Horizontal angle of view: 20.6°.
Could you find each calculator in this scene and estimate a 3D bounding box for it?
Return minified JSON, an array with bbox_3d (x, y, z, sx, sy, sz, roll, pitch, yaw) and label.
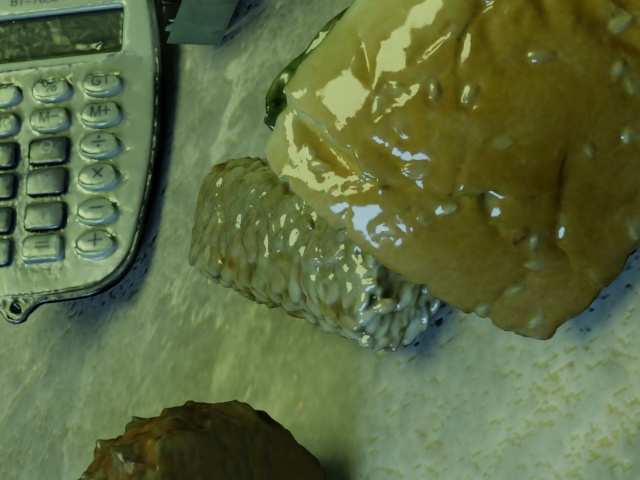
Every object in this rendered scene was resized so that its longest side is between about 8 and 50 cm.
[{"bbox_3d":[-0.184,-0.073,1.122,0.177,0.040,0.268,-4,65,13],"label":"calculator"}]

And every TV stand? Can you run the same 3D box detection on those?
[{"bbox_3d":[-0.051,-0.182,0.986,0.249,0.036,0.042,124,146,-63],"label":"TV stand"}]

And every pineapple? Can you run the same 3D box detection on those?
[{"bbox_3d":[-0.102,0.161,0.890,0.248,0.128,0.128,-29,50,50],"label":"pineapple"}]

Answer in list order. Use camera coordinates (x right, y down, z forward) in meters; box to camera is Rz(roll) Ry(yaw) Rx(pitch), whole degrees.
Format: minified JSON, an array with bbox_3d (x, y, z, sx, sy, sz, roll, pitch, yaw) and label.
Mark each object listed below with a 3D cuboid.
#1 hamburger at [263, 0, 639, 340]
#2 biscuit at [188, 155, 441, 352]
[{"bbox_3d":[0.092,-0.072,0.715,0.208,0.155,0.135,-42,46,24],"label":"hamburger"},{"bbox_3d":[0.000,0.000,0.874,0.168,0.070,0.082,21,99,55],"label":"biscuit"}]
